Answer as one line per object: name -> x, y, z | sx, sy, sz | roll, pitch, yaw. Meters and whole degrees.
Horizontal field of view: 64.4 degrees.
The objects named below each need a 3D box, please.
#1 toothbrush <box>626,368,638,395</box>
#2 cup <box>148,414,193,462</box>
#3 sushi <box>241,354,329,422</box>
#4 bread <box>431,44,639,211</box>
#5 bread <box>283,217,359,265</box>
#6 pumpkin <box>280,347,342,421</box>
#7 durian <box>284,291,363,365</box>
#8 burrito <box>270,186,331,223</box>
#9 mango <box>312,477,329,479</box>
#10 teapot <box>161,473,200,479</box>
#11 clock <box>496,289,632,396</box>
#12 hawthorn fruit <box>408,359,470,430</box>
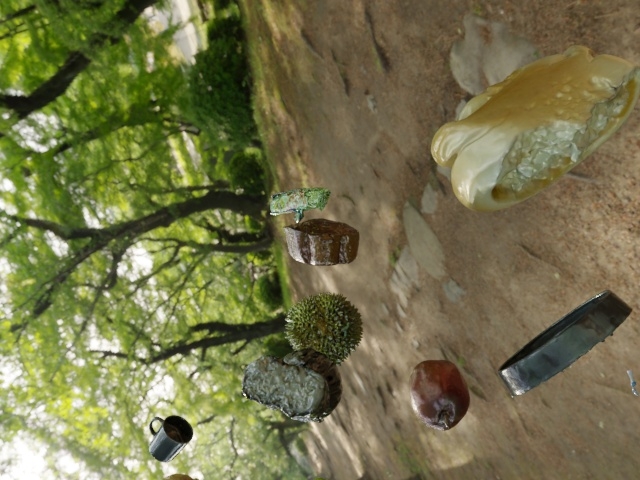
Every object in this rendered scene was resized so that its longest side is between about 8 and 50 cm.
toothbrush -> 0.787, 0.357, 1.283 | 0.162, 0.014, 0.017 | 48, -166, -40
cup -> -0.355, 0.451, 1.171 | 0.100, 0.077, 0.078 | 39, -164, 2
sushi -> -0.079, 0.345, 1.229 | 0.213, 0.147, 0.115 | 9, 162, 17
bread -> 0.446, -0.245, 1.064 | 0.245, 0.424, 0.329 | 57, 178, 11
bread -> 0.013, 0.000, 1.570 | 0.247, 0.232, 0.135 | -165, 71, -64
pumpkin -> -0.042, 0.430, 1.515 | 0.220, 0.221, 0.162 | 61, -158, 3
durian -> 0.025, 0.311, 1.765 | 0.225, 0.291, 0.291 | -11, 108, 55
burrito -> -0.068, -0.098, 1.471 | 0.288, 0.054, 0.104 | -4, 75, 52
mango -> 0.022, 0.468, 0.907 | 0.108, 0.056, 0.073 | 17, 143, 34
teapot -> -0.371, 0.751, 1.438 | 0.203, 0.167, 0.311 | 57, 144, 18
clock -> 0.641, 0.272, 1.358 | 0.076, 0.386, 0.386 | 52, 164, 18
hawthorn fruit -> 0.387, 0.514, 1.670 | 0.249, 0.215, 0.215 | -79, -29, -60
